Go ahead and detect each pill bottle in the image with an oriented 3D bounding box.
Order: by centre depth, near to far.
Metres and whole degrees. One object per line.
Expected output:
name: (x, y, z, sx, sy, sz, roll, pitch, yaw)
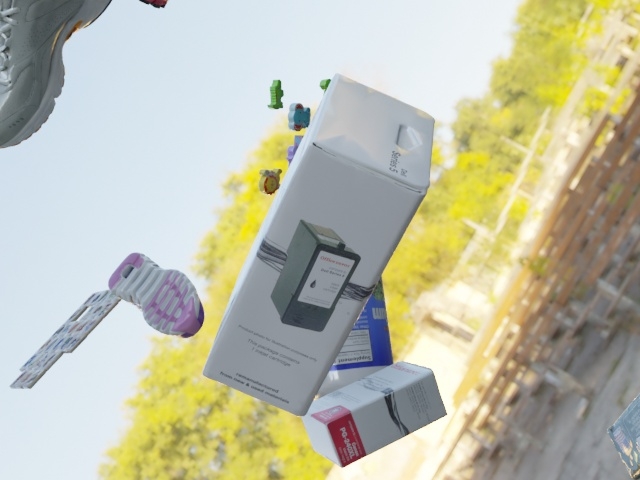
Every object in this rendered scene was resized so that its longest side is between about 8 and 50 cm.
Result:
pill bottle: (0.034, 0.163, 1.597, 0.152, 0.152, 0.271, 49, -147, -79)

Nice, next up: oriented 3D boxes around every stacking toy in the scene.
stacking toy: (-0.044, -0.191, 1.917, 0.052, 0.167, 0.221, -2, -84, -44)

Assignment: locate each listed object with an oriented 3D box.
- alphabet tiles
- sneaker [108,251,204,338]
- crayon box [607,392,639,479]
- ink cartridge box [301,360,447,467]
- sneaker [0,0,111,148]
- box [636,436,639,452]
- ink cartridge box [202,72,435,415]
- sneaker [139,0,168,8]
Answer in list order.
alphabet tiles: (-0.438, 0.168, 1.788, 0.237, 0.009, 0.198, -50, 19, -27)
sneaker: (-0.240, 0.098, 1.639, 0.095, 0.236, 0.104, -51, -51, -9)
crayon box: (0.556, 0.198, 1.340, 0.319, 0.081, 0.202, -18, -27, -12)
ink cartridge box: (0.064, 0.209, 1.259, 0.151, 0.063, 0.109, -22, 7, -17)
sneaker: (-0.331, -0.229, 1.126, 0.262, 0.099, 0.121, -66, -28, -9)
box: (0.381, 0.229, 0.947, 0.145, 0.038, 0.186, -39, 30, 29)
ink cartridge box: (0.000, 0.000, 1.009, 0.198, 0.115, 0.272, -76, 11, -62)
sneaker: (-0.213, -0.408, 1.321, 0.112, 0.121, 0.299, -54, 33, 27)
